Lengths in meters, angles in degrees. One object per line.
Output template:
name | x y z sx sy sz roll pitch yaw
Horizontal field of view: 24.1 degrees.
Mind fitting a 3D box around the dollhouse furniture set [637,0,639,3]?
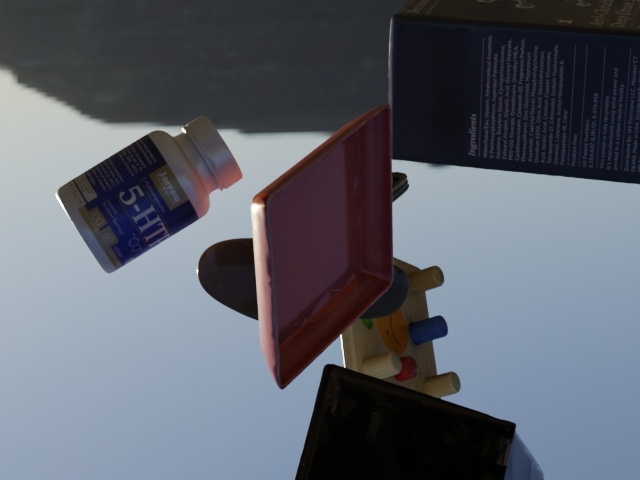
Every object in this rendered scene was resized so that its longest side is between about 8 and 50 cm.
dollhouse furniture set | 0.495 -0.372 1.686 0.259 0.135 0.262 -9 153 -21

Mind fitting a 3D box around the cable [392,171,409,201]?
cable | 0.083 -0.068 2.498 0.139 0.072 0.287 -6 -156 38

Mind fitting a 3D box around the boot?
boot | -0.039 0.045 2.027 0.305 0.112 0.115 7 -163 -29

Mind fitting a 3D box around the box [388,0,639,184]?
box | 0.319 -0.236 2.080 0.395 0.212 0.293 6 -156 15

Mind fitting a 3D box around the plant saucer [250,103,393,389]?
plant saucer | 0.000 0.000 1.733 0.047 0.259 0.258 16 -143 29

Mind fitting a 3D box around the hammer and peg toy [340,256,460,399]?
hammer and peg toy | 0.114 0.190 2.359 0.127 0.361 0.266 -20 157 30

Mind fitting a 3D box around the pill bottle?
pill bottle | -0.186 -0.056 1.655 0.186 0.112 0.112 -33 -167 -6

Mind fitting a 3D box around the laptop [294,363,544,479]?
laptop | 0.117 0.414 1.924 0.408 0.382 0.236 19 161 -11
